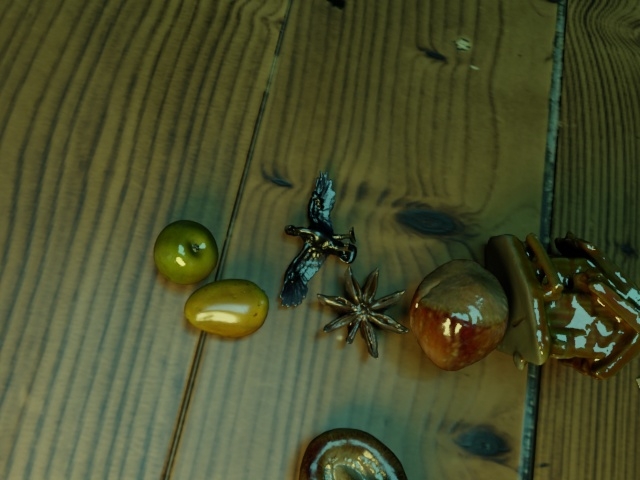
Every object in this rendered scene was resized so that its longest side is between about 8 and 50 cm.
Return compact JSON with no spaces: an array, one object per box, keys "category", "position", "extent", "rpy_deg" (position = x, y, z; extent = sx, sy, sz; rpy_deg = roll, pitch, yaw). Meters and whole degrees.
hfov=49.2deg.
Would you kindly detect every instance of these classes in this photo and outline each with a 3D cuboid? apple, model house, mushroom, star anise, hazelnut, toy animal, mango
[{"category":"apple","position":[-0.181,0.016,0.952],"extent":[0.090,0.074,0.089],"rpy_deg":[10,72,-33]},{"category":"model house","position":[0.370,0.087,1.013],"extent":[0.229,0.199,0.219],"rpy_deg":[1,83,-10]},{"category":"mushroom","position":[0.071,0.327,0.829],"extent":[0.148,0.217,0.227],"rpy_deg":[-24,79,-20]},{"category":"star anise","position":[0.061,0.100,1.001],"extent":[0.141,0.042,0.141],"rpy_deg":[5,70,-13]},{"category":"hazelnut","position":[0.197,0.107,0.986],"extent":[0.143,0.143,0.154],"rpy_deg":[29,44,-3]},{"category":"toy animal","position":[0.000,0.000,1.020],"extent":[0.108,0.062,0.220],"rpy_deg":[10,69,8]},{"category":"mango","position":[-0.126,0.091,0.946],"extent":[0.114,0.060,0.080],"rpy_deg":[-10,71,-14]}]

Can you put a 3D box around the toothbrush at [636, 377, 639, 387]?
[{"category":"toothbrush","position":[0.528,0.303,1.068],"extent":[0.017,0.014,0.194],"rpy_deg":[-14,75,-19]}]
